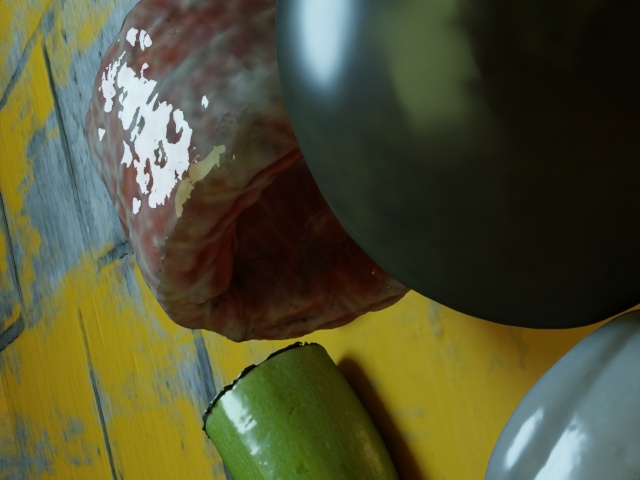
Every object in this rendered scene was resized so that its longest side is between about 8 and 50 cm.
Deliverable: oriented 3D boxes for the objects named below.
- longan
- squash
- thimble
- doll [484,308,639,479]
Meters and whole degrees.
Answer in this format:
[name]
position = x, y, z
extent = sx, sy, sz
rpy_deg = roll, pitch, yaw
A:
[longan]
position = 0.088, -0.086, 0.491
extent = 0.248, 0.248, 0.248
rpy_deg = 34, 129, 55
[squash]
position = 0.000, 0.177, 0.909
extent = 0.186, 0.123, 0.123
rpy_deg = 54, 144, 35
[thimble]
position = -0.017, -0.058, 0.729
extent = 0.162, 0.239, 0.239
rpy_deg = 61, 149, 32
[doll]
position = 0.166, 0.119, 0.510
extent = 0.221, 0.221, 0.251
rpy_deg = 47, 117, 47
